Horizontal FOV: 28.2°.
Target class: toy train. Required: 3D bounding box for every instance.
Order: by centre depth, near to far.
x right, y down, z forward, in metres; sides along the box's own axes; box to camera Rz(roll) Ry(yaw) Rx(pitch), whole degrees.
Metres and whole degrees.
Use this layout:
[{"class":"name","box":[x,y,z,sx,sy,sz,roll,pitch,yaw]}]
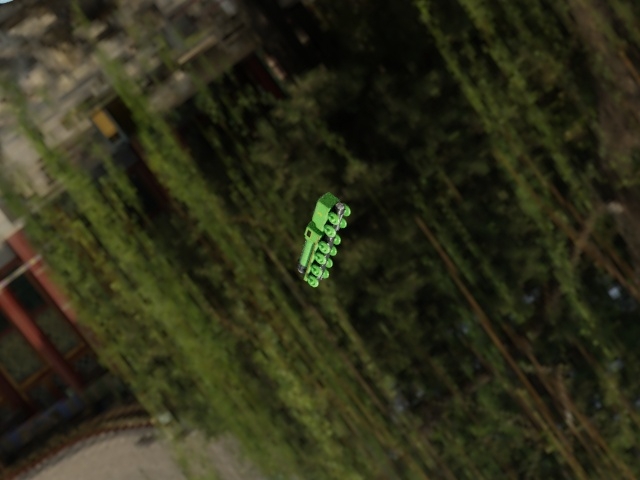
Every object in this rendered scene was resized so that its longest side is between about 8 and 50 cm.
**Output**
[{"class":"toy train","box":[0.000,0.000,0.862,0.017,0.023,0.083,-40,160,-38]}]

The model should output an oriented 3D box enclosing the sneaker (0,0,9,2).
[{"class":"sneaker","box":[-0.084,-0.223,0.405,0.208,0.319,0.127,-9,163,20]}]
